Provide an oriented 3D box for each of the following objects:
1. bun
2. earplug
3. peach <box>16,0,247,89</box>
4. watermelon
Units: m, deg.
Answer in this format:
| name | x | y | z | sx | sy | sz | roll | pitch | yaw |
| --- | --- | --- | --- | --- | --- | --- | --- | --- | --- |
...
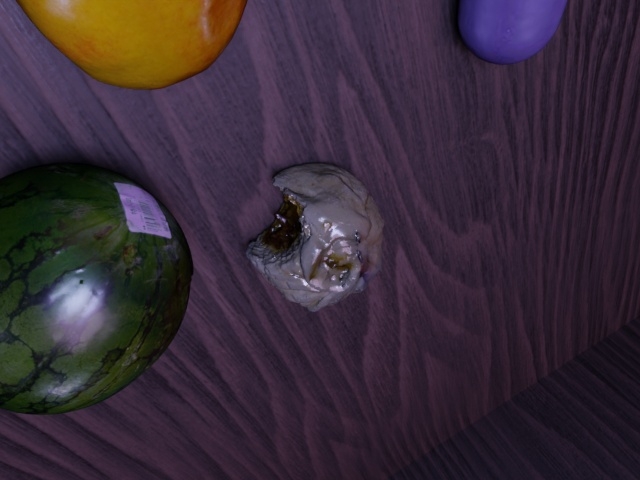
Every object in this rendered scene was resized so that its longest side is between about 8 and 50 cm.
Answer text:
| name | x | y | z | sx | sy | sz | roll | pitch | yaw |
| --- | --- | --- | --- | --- | --- | --- | --- | --- | --- |
| bun | 0.011 | 0.005 | 0.948 | 0.281 | 0.205 | 0.282 | -16 | 131 | -20 |
| earplug | 0.320 | -0.499 | 0.747 | 0.215 | 0.215 | 0.456 | -17 | 133 | -17 |
| peach | -0.192 | -0.337 | 0.520 | 0.308 | 0.289 | 0.289 | -41 | 133 | 11 |
| watermelon | -0.365 | 0.067 | 0.705 | 0.362 | 0.363 | 0.364 | -15 | 129 | -19 |
